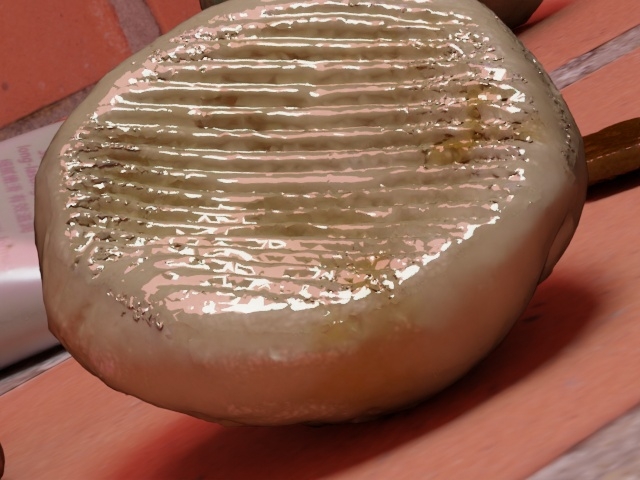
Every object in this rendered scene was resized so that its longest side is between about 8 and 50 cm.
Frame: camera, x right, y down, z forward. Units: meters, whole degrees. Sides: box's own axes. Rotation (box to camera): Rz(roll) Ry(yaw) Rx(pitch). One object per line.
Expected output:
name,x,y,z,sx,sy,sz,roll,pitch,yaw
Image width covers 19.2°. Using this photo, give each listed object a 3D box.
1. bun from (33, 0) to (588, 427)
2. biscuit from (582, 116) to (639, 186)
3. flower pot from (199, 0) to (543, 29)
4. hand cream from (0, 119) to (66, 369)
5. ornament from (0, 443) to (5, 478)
bun,0.000,0.000,0.618,0.183,0.102,0.183,-9,46,9
biscuit,0.114,-0.033,0.770,0.082,0.016,0.092,-23,10,-25
flower pot,0.048,-0.199,1.314,0.212,0.212,0.202,-15,3,40
hand cream,-0.242,0.038,0.960,0.358,0.118,0.185,-22,34,-6
ornament,-0.230,0.026,0.678,0.235,0.218,0.221,-27,11,-21
